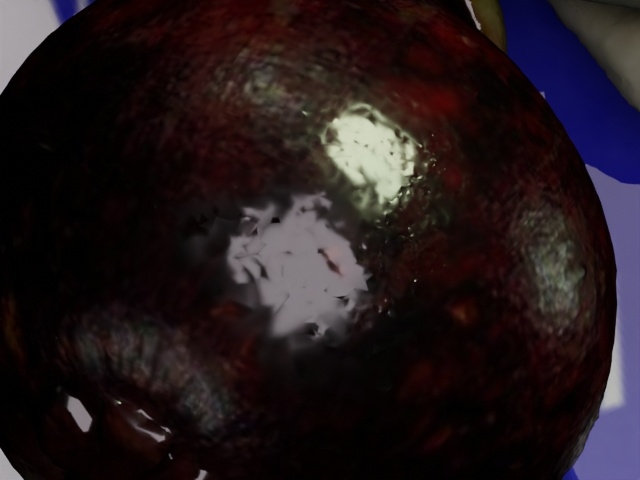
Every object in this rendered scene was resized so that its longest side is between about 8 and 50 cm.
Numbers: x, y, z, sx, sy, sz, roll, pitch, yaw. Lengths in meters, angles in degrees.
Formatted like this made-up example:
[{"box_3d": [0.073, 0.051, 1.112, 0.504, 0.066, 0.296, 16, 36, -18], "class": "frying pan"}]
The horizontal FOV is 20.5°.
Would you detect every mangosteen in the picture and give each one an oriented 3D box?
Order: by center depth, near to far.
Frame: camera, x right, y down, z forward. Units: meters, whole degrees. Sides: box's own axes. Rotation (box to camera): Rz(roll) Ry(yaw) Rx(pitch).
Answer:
[{"box_3d": [0.000, 0.000, 0.614, 0.228, 0.228, 0.265, 40, 46, 1], "class": "mangosteen"}]

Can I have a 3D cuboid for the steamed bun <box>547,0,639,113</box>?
[{"box_3d": [0.160, -0.183, 0.616, 0.320, 0.206, 0.275, 36, 97, -26], "class": "steamed bun"}]
